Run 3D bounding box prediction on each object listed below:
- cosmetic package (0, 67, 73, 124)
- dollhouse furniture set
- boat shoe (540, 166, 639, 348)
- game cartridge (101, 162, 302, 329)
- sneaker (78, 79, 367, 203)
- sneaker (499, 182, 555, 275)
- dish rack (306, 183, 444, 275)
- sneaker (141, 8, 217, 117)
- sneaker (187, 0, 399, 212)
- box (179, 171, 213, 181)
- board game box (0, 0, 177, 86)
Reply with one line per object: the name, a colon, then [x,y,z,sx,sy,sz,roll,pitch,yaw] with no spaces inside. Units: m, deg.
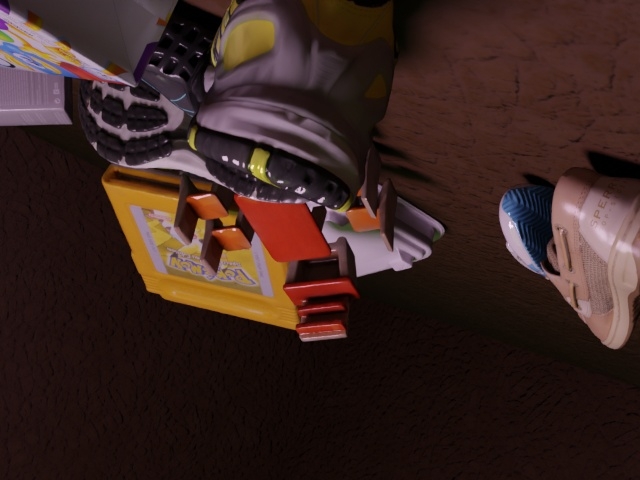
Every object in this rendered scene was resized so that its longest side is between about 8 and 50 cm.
cosmetic package: [-0.501,-0.228,1.334,0.238,0.107,0.127,0,178,-11]
dollhouse furniture set: [-0.028,0.010,1.155,0.262,0.135,0.259,-8,143,18]
boat shoe: [0.292,0.015,0.906,0.110,0.121,0.341,26,165,23]
game cartridge: [-0.173,0.020,1.394,0.285,0.052,0.323,12,145,13]
sneaker: [-0.120,-0.135,1.048,0.410,0.158,0.182,24,-171,29]
sneaker: [0.251,-0.002,1.009,0.092,0.087,0.229,21,172,41]
dish rack: [0.000,0.000,1.427,0.333,0.072,0.285,-16,147,43]
sneaker: [-0.113,-0.170,0.887,0.267,0.101,0.106,37,-175,1]
sneaker: [-0.008,-0.135,0.646,0.145,0.147,0.384,22,-167,-15]
box: [-0.140,-0.062,1.560,0.203,0.103,0.114,1,169,11]
board game box: [-0.236,-0.219,0.666,0.275,0.142,0.144,17,171,45]
